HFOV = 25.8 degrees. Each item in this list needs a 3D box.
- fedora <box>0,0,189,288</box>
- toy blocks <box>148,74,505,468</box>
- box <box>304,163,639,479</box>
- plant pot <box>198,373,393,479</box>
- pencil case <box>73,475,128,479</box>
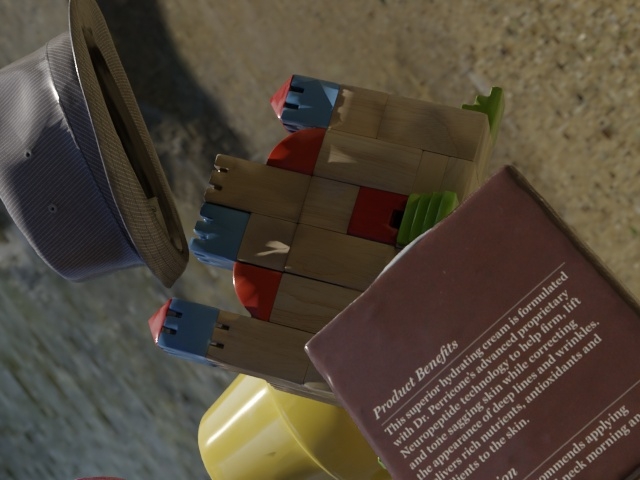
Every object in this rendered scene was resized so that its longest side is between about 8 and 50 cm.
[{"bbox_3d":[-0.216,-0.074,1.220,0.244,0.124,0.275,-103,-8,-80],"label":"fedora"},{"bbox_3d":[0.000,0.000,1.332,0.261,0.381,0.191,14,167,14],"label":"toy blocks"},{"bbox_3d":[0.134,0.102,0.825,0.167,0.168,0.203,38,-167,-52],"label":"box"},{"bbox_3d":[-0.011,0.218,1.714,0.239,0.254,0.254,-38,91,25],"label":"plant pot"},{"bbox_3d":[-0.155,0.313,1.183,0.284,0.124,0.124,41,159,56],"label":"pencil case"}]
